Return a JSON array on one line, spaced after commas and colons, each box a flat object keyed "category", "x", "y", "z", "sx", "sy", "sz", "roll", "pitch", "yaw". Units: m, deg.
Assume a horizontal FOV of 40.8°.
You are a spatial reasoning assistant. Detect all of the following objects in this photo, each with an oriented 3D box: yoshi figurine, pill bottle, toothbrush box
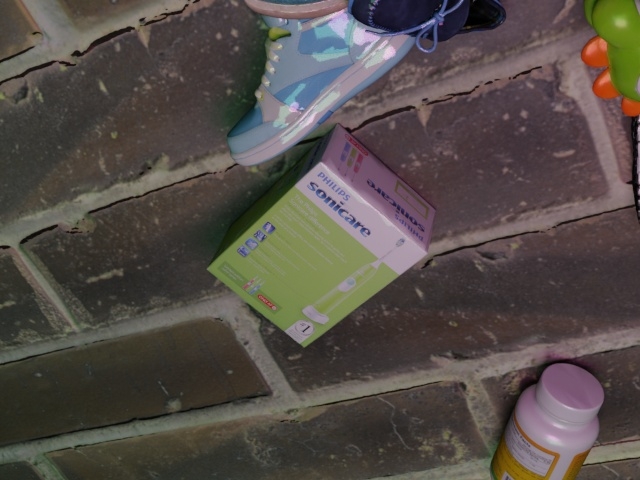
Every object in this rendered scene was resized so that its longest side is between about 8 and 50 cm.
[{"category": "yoshi figurine", "x": 0.463, "y": -0.199, "z": 0.964, "sx": 0.362, "sy": 0.203, "sz": 0.203, "roll": 32, "pitch": 172, "yaw": -23}, {"category": "pill bottle", "x": 0.377, "y": 0.323, "z": 1.421, "sx": 0.136, "sy": 0.136, "sz": 0.246, "roll": 15, "pitch": 127, "yaw": 4}, {"category": "toothbrush box", "x": 0.000, "y": 0.000, "z": 1.299, "sx": 0.206, "sy": 0.122, "sz": 0.283, "roll": 39, "pitch": 126, "yaw": -14}]

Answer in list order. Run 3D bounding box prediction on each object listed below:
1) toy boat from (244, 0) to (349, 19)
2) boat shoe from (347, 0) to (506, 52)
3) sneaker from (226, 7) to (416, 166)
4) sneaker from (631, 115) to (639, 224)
[{"category": "toy boat", "x": -0.045, "y": -0.401, "z": 0.964, "sx": 0.318, "sy": 0.268, "sz": 0.148, "roll": 36, "pitch": 173, "yaw": 10}, {"category": "boat shoe", "x": 0.138, "y": -0.277, "z": 0.978, "sx": 0.089, "sy": 0.258, "sz": 0.109, "roll": 48, "pitch": 134, "yaw": 18}, {"category": "sneaker", "x": -0.050, "y": -0.253, "z": 1.131, "sx": 0.319, "sy": 0.127, "sz": 0.208, "roll": -36, "pitch": 112, "yaw": 23}, {"category": "sneaker", "x": 0.462, "y": -0.093, "z": 1.133, "sx": 0.094, "sy": 0.081, "sz": 0.209, "roll": -3, "pitch": 124, "yaw": 14}]
